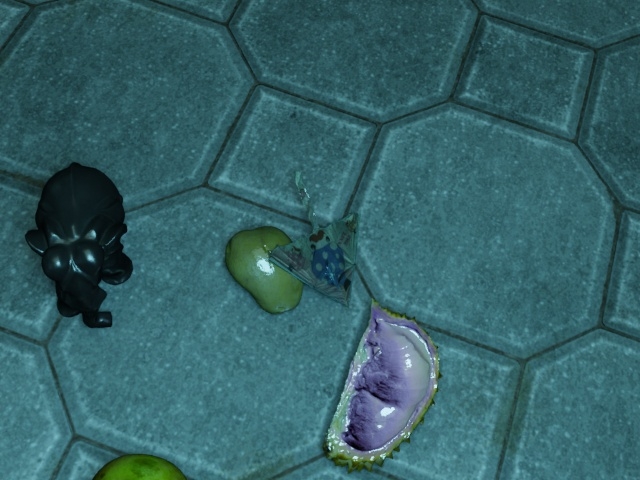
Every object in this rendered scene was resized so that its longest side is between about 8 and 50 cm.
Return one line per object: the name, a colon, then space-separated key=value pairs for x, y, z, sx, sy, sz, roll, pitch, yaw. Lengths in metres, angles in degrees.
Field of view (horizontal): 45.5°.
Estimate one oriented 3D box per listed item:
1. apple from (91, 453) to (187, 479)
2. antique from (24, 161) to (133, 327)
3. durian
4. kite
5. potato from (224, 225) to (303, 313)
apple: x=-0.319 y=0.471 z=1.342 sx=0.196 sy=0.196 sz=0.196 roll=2 pitch=62 yaw=-5
antique: x=-0.478 y=-0.003 z=1.532 sx=0.185 sy=0.255 sz=0.322 roll=-5 pitch=65 yaw=-11
durian: x=0.127 y=0.304 z=1.518 sx=0.191 sy=0.112 sz=0.341 roll=21 pitch=70 yaw=-5
kite: x=0.000 y=0.000 z=1.632 sx=0.335 sy=0.011 sz=0.314 roll=-24 pitch=93 yaw=-50
potato: x=-0.113 y=0.063 z=1.603 sx=0.157 sy=0.157 sz=0.194 roll=-19 pitch=81 yaw=-15
